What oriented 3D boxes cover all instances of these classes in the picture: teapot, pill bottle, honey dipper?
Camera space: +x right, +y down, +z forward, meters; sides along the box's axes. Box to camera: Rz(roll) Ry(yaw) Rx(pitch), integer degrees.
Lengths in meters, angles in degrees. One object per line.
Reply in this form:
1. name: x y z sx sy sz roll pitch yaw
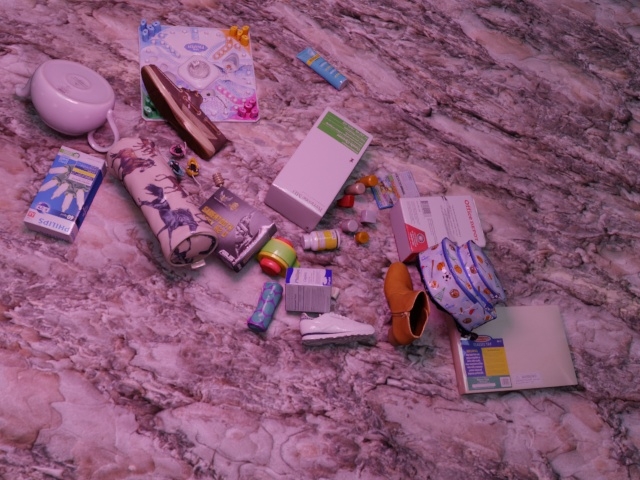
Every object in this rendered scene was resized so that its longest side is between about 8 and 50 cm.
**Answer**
1. teapot: -0.761 -0.408 1.732 0.253 0.187 0.255 2 47 -43
2. pill bottle: 0.000 0.000 1.827 0.117 0.065 0.065 -5 70 -16
3. honey dipper: -0.307 -0.143 1.825 0.031 0.030 0.160 -19 79 -21

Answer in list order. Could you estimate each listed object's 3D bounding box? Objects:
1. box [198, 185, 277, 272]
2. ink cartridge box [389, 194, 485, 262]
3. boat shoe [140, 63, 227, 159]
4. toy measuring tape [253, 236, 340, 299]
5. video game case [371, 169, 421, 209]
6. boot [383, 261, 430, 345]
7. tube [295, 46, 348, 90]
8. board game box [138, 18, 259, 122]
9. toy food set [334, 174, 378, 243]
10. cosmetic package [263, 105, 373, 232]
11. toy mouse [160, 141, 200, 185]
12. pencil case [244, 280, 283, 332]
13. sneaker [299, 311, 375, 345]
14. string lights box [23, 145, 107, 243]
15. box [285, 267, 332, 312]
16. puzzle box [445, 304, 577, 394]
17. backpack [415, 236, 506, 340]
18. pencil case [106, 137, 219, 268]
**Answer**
1. box: -0.275 -0.037 1.720 0.231 0.056 0.183 36 73 23
2. ink cartridge box: 0.392 -0.041 1.919 0.273 0.114 0.196 -4 69 -15
3. boat shoe: -0.428 -0.425 1.814 0.123 0.123 0.342 -45 106 -23
4. toy measuring tape: -0.079 0.078 1.749 0.330 0.121 0.121 29 65 -2
5. video game case: 0.261 -0.179 1.994 0.167 0.015 0.119 -13 73 -19
6. boot: 0.274 0.176 1.748 0.104 0.211 0.294 10 67 -12
7. tube: 0.009 -0.636 2.096 0.207 0.052 0.080 41 54 10
8. board game box: -0.419 -0.588 1.959 0.391 0.050 0.389 -3 70 -16
9. toy food set: 0.115 -0.106 1.901 0.111 0.105 0.232 9 85 -26
10. cosmetic package: -0.005 -0.233 1.870 0.197 0.155 0.365 32 63 -3
11. toy mouse: -0.454 -0.251 1.796 0.143 0.031 0.160 13 57 -45
12. pencil case: -0.167 0.197 1.705 0.070 0.064 0.151 30 63 -19
13. sneaker: 0.053 0.262 1.730 0.235 0.090 0.094 2 59 -16
14. string lights box: -0.747 -0.136 1.678 0.134 0.076 0.259 18 66 -8
15. box: -0.036 0.149 1.702 0.137 0.126 0.072 3 43 0
16. puzzle box: 0.621 0.351 1.858 0.410 0.052 0.271 0 69 -14
17. backpack: 0.420 0.121 1.730 0.264 0.213 0.276 30 30 -34
18. pencil case: -0.459 -0.108 1.651 0.160 0.183 0.410 -33 71 -13
